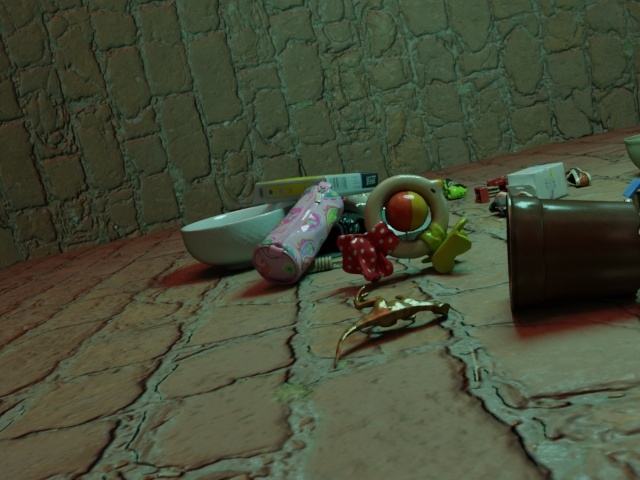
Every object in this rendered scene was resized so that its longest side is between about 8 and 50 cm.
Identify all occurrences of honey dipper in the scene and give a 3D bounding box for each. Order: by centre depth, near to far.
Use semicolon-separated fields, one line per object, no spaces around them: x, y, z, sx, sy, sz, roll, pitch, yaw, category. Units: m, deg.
0.067;0.043;1.475;0.161;0.030;0.030;-9;9;11;honey dipper

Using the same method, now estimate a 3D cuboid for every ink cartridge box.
0.576;-0.147;1.751;0.143;0.089;0.092;-19;11;-31;ink cartridge box
-0.039;-0.147;1.818;0.307;0.072;0.304;1;9;30;ink cartridge box

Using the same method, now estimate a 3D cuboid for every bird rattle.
0.158;-0.023;1.261;0.254;0.206;0.143;-3;-8;6;bird rattle

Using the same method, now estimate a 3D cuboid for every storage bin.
0.000;0.000;1.665;0.135;0.098;0.091;-11;-1;11;storage bin

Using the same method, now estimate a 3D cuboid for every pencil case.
-0.044;-0.021;1.491;0.124;0.124;0.284;-7;31;34;pencil case

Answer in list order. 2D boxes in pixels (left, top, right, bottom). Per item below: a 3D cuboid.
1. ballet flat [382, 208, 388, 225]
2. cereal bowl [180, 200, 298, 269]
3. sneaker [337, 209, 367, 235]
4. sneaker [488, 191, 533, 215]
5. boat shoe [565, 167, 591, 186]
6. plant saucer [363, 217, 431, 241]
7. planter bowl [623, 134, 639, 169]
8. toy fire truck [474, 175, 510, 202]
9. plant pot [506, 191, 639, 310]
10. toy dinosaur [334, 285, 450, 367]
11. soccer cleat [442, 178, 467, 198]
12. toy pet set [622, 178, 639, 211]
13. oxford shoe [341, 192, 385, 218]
0.182;-0.050;1.784;0.206;0.073;0.067;-6;-14;-43;ballet flat
-0.208;-0.006;1.810;0.339;0.141;0.339;-12;8;2;cereal bowl
0.039;-0.050;1.765;0.267;0.101;0.106;1;11;-43;sneaker
0.485;-0.081;1.642;0.065;0.061;0.158;-43;17;-14;sneaker
0.736;-0.181;1.890;0.043;0.049;0.137;-15;13;2;boat shoe
0.204;-0.015;1.621;0.195;0.037;0.195;-13;9;2;plant saucer
0.916;-0.236;1.766;0.162;0.109;0.162;-12;8;2;planter bowl
0.534;-0.160;2.032;0.135;0.047;0.192;-14;8;2;toy fire truck
0.343;0.014;0.895;0.165;0.166;0.167;-1;11;14;plant pot
0.084;0.106;0.937;0.212;0.064;0.112;-17;11;-22;toy dinosaur
0.457;-0.173;2.223;0.072;0.060;0.179;-3;16;3;soccer cleat
0.679;-0.092;1.338;0.122;0.065;0.114;-11;9;9;toy pet set
0.120;-0.099;1.988;0.450;0.130;0.169;-13;7;-10;oxford shoe
